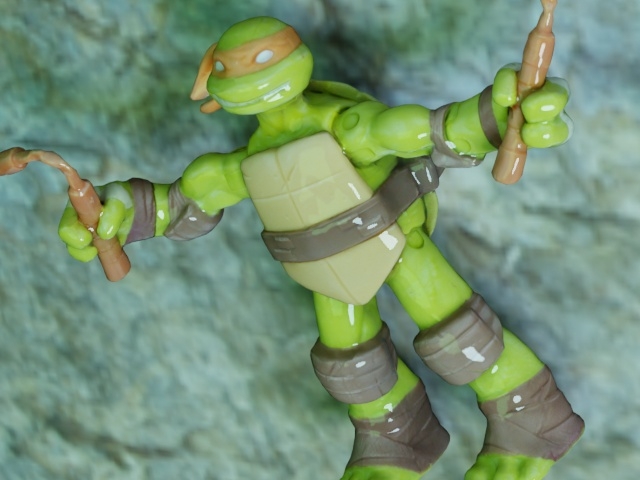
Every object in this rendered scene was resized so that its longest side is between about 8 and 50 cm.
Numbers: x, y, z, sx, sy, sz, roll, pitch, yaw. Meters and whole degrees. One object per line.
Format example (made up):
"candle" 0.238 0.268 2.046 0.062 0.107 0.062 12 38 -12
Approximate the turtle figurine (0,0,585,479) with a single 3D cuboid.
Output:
"turtle figurine" 0.000 0.000 0.736 0.269 0.087 0.217 -17 110 28
